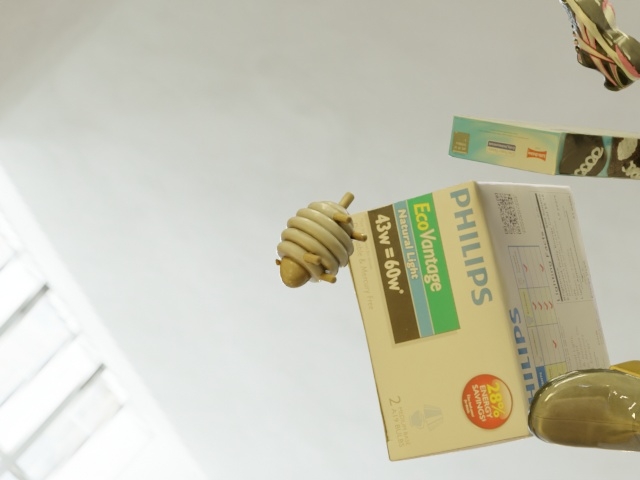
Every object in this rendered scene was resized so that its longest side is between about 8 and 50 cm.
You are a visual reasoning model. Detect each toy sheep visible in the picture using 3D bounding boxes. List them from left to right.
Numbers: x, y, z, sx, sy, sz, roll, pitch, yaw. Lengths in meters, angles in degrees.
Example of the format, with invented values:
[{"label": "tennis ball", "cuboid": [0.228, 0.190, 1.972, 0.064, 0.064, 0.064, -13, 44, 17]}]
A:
[{"label": "toy sheep", "cuboid": [0.000, 0.000, 1.688, 0.132, 0.091, 0.091, -49, -30, -19]}]

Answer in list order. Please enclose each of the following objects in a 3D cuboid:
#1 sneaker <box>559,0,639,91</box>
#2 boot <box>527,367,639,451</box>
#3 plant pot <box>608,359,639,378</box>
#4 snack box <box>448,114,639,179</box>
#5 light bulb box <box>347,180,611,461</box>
[{"label": "sneaker", "cuboid": [0.376, -0.280, 2.113, 0.072, 0.178, 0.077, -23, -15, -45]}, {"label": "boot", "cuboid": [0.349, 0.186, 1.552, 0.246, 0.161, 0.084, 3, -85, -9]}, {"label": "plant pot", "cuboid": [0.410, 0.192, 1.889, 0.083, 0.081, 0.082, -19, -62, -46]}, {"label": "snack box", "cuboid": [0.346, -0.118, 2.000, 0.321, 0.187, 0.060, 1, -80, -40]}, {"label": "light bulb box", "cuboid": [0.235, 0.109, 2.185, 0.361, 0.225, 0.358, 0, -103, -59]}]
